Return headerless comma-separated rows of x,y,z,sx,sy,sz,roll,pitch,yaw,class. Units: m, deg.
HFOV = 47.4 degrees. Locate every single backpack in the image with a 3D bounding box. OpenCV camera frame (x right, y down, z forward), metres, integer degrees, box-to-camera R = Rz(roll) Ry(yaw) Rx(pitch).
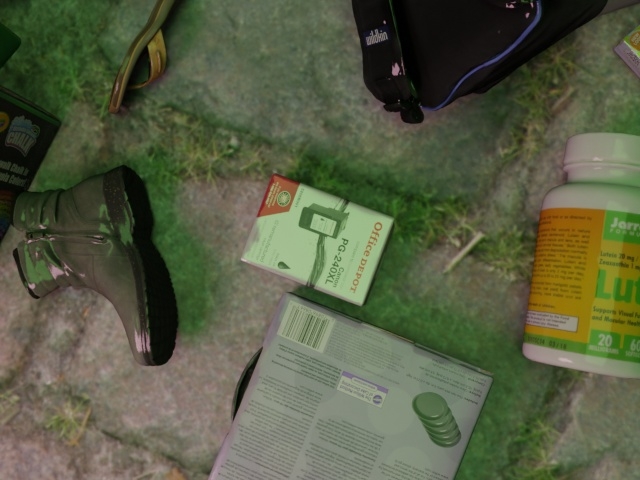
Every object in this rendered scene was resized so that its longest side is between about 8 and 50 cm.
0.156,-0.302,0.756,0.213,0.276,0.263,-25,87,-32,backpack

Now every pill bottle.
0.301,0.015,0.782,0.136,0.136,0.246,8,87,4,pill bottle

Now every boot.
-0.268,0.042,0.856,0.161,0.083,0.246,-17,80,9,boot

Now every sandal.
-0.200,-0.227,0.872,0.049,0.072,0.180,31,84,-16,sandal

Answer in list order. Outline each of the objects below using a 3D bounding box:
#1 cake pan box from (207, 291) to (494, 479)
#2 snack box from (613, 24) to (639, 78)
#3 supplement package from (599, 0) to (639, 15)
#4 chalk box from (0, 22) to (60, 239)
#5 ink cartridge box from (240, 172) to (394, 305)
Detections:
0.027,0.213,0.823,0.267,0.070,0.246,20,86,5,cake pan box
0.427,-0.205,0.839,0.100,0.037,0.141,-39,85,-1,snack box
0.364,-0.386,0.798,0.194,0.149,0.203,-17,86,1,supplement package
-0.435,-0.120,0.818,0.179,0.180,0.289,25,87,4,chalk box
0.000,0.000,0.839,0.150,0.063,0.109,20,88,5,ink cartridge box
